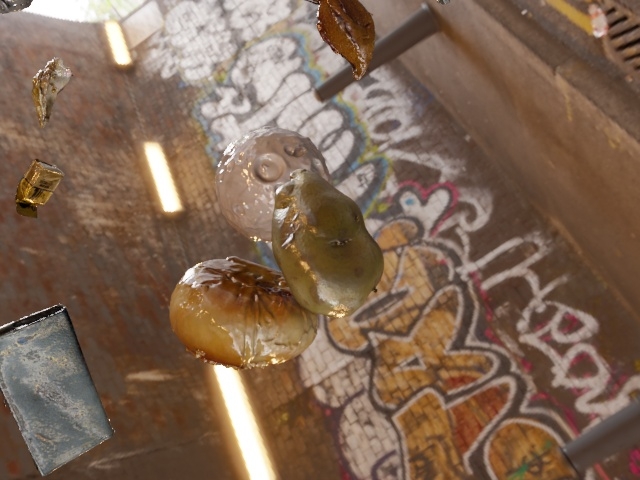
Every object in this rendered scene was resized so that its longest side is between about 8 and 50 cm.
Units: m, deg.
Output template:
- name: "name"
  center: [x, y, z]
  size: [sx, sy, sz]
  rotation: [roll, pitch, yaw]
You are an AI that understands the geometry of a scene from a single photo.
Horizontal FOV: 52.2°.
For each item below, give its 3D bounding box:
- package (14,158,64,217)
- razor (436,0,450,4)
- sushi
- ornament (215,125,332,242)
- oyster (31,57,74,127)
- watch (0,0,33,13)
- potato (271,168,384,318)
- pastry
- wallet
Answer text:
- name: "package"
  center: [-0.658, -0.120, 1.515]
  size: [0.047, 0.131, 0.071]
  rotation: [37, -172, 18]
- name: "razor"
  center: [0.207, -0.468, 1.206]
  size: [0.066, 0.033, 0.190]
  rotation: [54, -168, -30]
- name: "sushi"
  center: [0.023, -0.207, 0.639]
  size: [0.047, 0.050, 0.099]
  rotation: [-17, 107, 49]
- name: "ornament"
  center: [-0.136, -0.162, 1.867]
  size: [0.337, 0.337, 0.337]
  rotation: [55, -174, -9]
- name: "oyster"
  center: [-0.370, -0.203, 0.886]
  size: [0.034, 0.093, 0.051]
  rotation: [16, 162, 9]
- name: "watch"
  center: [-0.916, -0.743, 1.863]
  size: [0.207, 0.068, 0.192]
  rotation: [26, -128, -8]
- name: "potato"
  center: [0.002, 0.000, 1.423]
  size: [0.202, 0.218, 0.350]
  rotation: [90, 157, -69]
- name: "pastry"
  center: [-0.209, 0.207, 1.770]
  size: [0.410, 0.244, 0.409]
  rotation: [13, -163, -4]
- name: "wallet"
  center: [-0.599, 0.333, 1.453]
  size: [0.046, 0.191, 0.378]
  rotation: [23, 131, 47]
